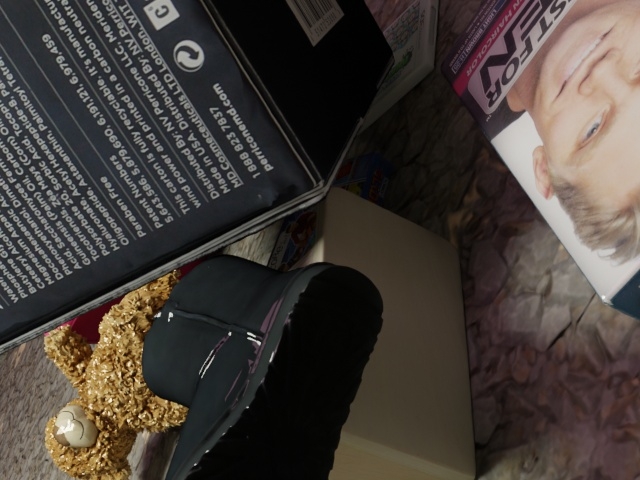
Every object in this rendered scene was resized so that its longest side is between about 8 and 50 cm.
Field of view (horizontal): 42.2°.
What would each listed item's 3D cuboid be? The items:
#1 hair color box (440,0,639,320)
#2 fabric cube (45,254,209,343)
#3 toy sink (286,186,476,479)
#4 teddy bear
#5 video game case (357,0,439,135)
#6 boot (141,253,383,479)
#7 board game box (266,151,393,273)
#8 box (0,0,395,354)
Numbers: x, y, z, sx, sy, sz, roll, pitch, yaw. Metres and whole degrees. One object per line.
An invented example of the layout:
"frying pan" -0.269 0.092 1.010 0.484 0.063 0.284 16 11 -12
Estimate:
"hair color box" 0.214 -0.103 0.577 0.174 0.105 0.347 -55 26 23
"fabric cube" -0.359 -0.002 1.366 0.259 0.254 0.258 35 101 26
"toy sink" 0.026 0.098 0.712 0.131 0.153 0.234 -43 33 41
"teddy bear" -0.273 0.184 1.174 0.338 0.245 0.113 -40 -7 -3
"video game case" 0.093 -0.227 1.056 0.157 0.019 0.143 -37 35 47
"boot" -0.073 0.121 0.582 0.207 0.094 0.246 -3 57 60
"board game box" 0.000 0.000 0.958 0.136 0.035 0.201 -9 54 49
"box" -0.216 -0.151 0.870 0.472 0.297 0.480 -27 17 22
